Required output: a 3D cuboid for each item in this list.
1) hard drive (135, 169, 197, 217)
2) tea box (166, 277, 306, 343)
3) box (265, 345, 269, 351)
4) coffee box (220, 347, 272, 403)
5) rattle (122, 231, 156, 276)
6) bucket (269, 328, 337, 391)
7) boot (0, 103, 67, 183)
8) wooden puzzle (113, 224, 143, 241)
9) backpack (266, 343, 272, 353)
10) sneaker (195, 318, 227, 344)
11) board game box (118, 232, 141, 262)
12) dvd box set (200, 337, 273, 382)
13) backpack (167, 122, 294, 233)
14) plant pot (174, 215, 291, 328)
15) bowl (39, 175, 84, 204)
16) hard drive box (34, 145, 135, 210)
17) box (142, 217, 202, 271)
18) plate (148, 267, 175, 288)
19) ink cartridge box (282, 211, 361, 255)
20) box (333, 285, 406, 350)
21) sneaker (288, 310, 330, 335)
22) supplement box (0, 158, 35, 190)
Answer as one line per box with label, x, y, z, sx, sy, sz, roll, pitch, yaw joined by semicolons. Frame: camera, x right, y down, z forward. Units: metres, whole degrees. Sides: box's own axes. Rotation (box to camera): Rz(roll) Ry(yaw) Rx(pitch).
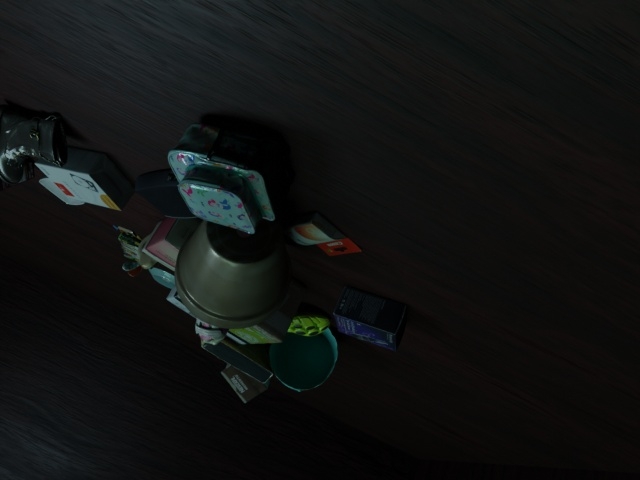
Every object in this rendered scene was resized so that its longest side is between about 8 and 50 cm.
hard drive;-0.421;-0.129;1.552;0.255;0.054;0.172;0;145;42
tea box;-0.290;0.183;1.837;0.329;0.220;0.324;38;150;-24
box;-0.251;0.456;2.461;0.102;0.101;0.087;32;154;-17
coffee box;-0.297;0.528;2.250;0.168;0.119;0.297;55;-173;-6
rattle;-0.601;0.073;1.927;0.130;0.199;0.142;21;154;9
bucket;-0.065;0.458;2.119;0.281;0.281;0.183;21;161;8
boot;-0.829;-0.255;1.537;0.229;0.091;0.263;20;120;15
wooden puzzle;-0.752;-0.025;2.091;0.116;0.014;0.078;17;153;17
backpack;-0.157;0.462;2.351;0.188;0.144;0.166;22;160;23
sneaker;-0.323;0.240;1.607;0.103;0.111;0.252;14;148;15
board game box;-0.753;0.048;2.199;0.136;0.030;0.259;25;158;-6
dvd box set;-0.352;0.358;2.135;0.308;0.062;0.420;38;-171;-28
backpack;-0.215;-0.144;1.208;0.254;0.191;0.225;22;156;17
plant pot;-0.218;0.037;1.405;0.323;0.323;0.280;25;149;0
bowl;-0.884;-0.187;1.855;0.142;0.053;0.142;2;146;41
hard drive box;-0.723;-0.196;1.654;0.232;0.089;0.181;13;151;25
box;-0.464;0.006;1.764;0.149;0.126;0.232;37;152;-24
plate;-0.699;0.181;2.426;0.188;0.024;0.188;21;154;11
ink cartridge box;0.000;0.000;1.440;0.179;0.045;0.145;42;150;-26
box;0.161;0.247;1.693;0.207;0.108;0.153;16;153;19
sneaker;-0.109;0.288;2.022;0.296;0.123;0.109;0;130;10
supplement box;-1.092;-0.218;1.769;0.130;0.239;0.073;18;120;14
